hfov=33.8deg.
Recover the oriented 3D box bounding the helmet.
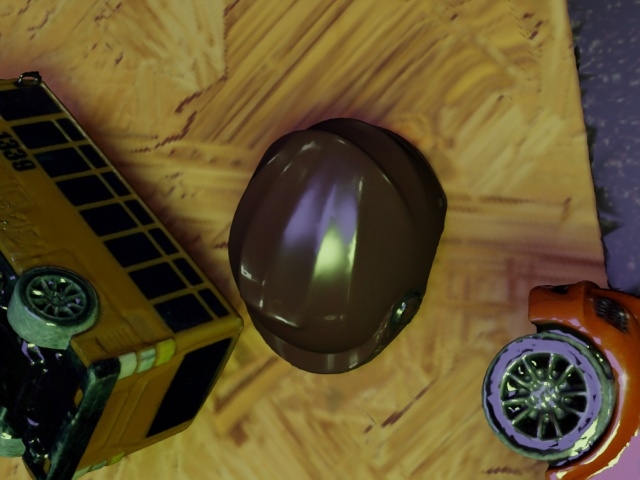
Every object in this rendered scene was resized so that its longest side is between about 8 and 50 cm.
[{"bbox_3d":[0.000,0.000,0.484,0.098,0.070,0.123,24,89,25],"label":"helmet"}]

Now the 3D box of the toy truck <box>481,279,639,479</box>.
[{"bbox_3d":[0.133,0.139,0.381,0.114,0.107,0.253,-7,79,22],"label":"toy truck"}]

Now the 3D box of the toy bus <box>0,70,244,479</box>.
[{"bbox_3d":[-0.138,0.009,0.517,0.201,0.114,0.098,47,129,24],"label":"toy bus"}]

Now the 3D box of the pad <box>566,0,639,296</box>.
[{"bbox_3d":[0.264,-0.104,0.415,0.330,0.004,0.220,-9,79,23],"label":"pad"}]
